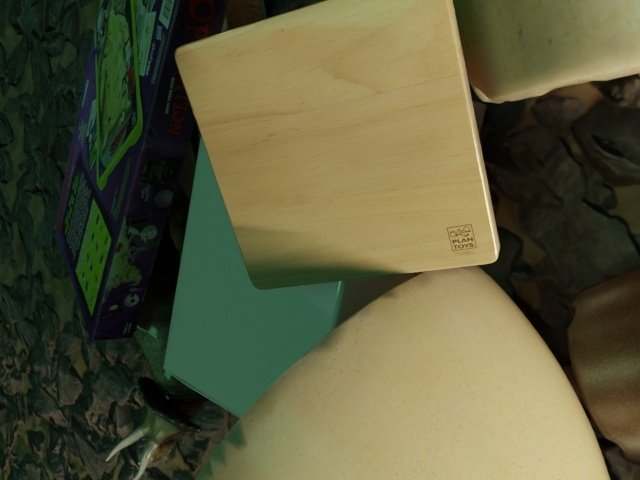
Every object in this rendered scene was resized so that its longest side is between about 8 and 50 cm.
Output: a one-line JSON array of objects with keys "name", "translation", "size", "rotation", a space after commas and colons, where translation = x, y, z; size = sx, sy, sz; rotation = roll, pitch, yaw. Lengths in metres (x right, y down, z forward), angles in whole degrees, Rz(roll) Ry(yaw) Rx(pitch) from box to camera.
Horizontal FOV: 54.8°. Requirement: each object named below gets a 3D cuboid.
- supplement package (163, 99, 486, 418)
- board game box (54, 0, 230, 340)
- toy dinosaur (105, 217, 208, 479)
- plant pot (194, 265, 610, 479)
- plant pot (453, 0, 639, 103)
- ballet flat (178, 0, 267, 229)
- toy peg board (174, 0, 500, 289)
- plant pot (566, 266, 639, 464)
[{"name": "supplement package", "translation": [0.000, 0.000, 0.548], "size": [0.175, 0.178, 0.292], "rotation": [21, 105, 33]}, {"name": "board game box", "translation": [-0.190, -0.101, 0.598], "size": [0.208, 0.056, 0.346], "rotation": [47, 125, 40]}, {"name": "toy dinosaur", "translation": [-0.148, 0.089, 0.680], "size": [0.121, 0.160, 0.313], "rotation": [-6, 91, 37]}, {"name": "plant pot", "translation": [0.079, 0.183, 0.411], "size": [0.191, 0.284, 0.284], "rotation": [45, 118, 27]}, {"name": "plant pot", "translation": [0.170, -0.249, 0.341], "size": [0.334, 0.334, 0.305], "rotation": [-6, 102, 37]}, {"name": "ballet flat", "translation": [-0.122, -0.160, 0.659], "size": [0.116, 0.124, 0.342], "rotation": [-2, 93, 38]}, {"name": "toy peg board", "translation": [0.019, -0.065, 0.386], "size": [0.161, 0.079, 0.160], "rotation": [-8, 110, 25]}, {"name": "plant pot", "translation": [0.260, 0.065, 0.381], "size": [0.165, 0.167, 0.166], "rotation": [-29, 77, 44]}]
